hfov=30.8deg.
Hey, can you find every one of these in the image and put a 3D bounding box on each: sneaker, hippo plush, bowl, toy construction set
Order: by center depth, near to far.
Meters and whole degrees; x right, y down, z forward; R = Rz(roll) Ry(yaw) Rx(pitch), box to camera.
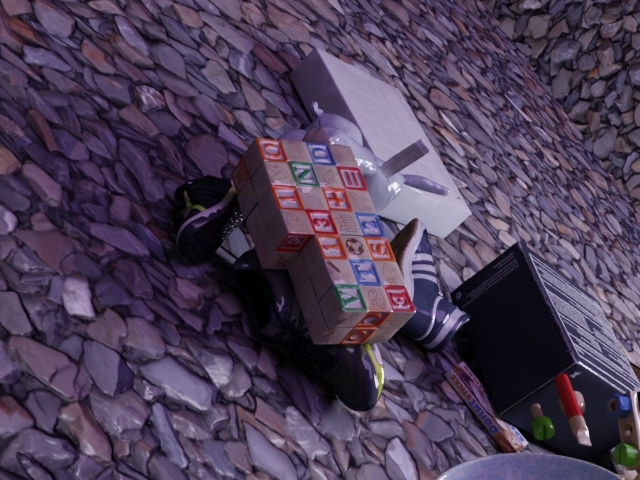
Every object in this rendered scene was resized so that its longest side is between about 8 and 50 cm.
[{"bbox_3d":[0.288,0.423,1.599,0.289,0.289,0.156,-39,129,-65],"label":"bowl"},{"bbox_3d":[-0.029,0.130,1.669,0.300,0.111,0.121,49,39,14],"label":"sneaker"},{"bbox_3d":[-0.181,-0.039,1.719,0.097,0.084,0.235,24,22,8],"label":"sneaker"},{"bbox_3d":[0.476,0.381,1.862,0.309,0.257,0.237,40,24,-33],"label":"toy construction set"},{"bbox_3d":[0.009,-0.141,1.930,0.234,0.294,0.236,56,4,-42],"label":"hippo plush"},{"bbox_3d":[0.184,0.084,2.043,0.153,0.099,0.282,35,34,-13],"label":"sneaker"}]

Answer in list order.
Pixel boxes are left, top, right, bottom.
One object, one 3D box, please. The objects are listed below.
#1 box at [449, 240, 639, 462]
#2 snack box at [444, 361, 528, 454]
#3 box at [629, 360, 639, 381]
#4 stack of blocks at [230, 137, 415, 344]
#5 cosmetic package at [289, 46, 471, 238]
[{"bbox_3d":[0.421,0.209,2.114,0.296,0.183,0.294,32,27,-38],"label":"box"},{"bbox_3d":[0.283,0.288,1.987,0.178,0.022,0.064,52,24,12],"label":"snack box"},{"bbox_3d":[0.626,0.329,2.200,0.290,0.087,0.169,37,-12,51],"label":"box"},{"bbox_3d":[0.000,0.000,1.659,0.171,0.087,0.297,2,54,-34],"label":"stack of blocks"},{"bbox_3d":[0.121,-0.198,2.374,0.284,0.097,0.377,16,39,-45],"label":"cosmetic package"}]
